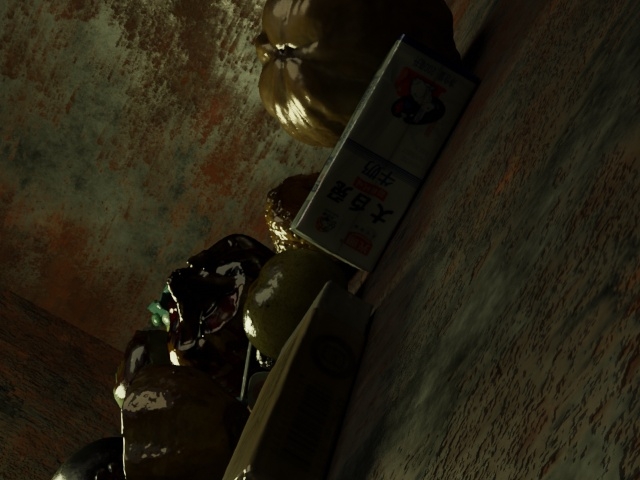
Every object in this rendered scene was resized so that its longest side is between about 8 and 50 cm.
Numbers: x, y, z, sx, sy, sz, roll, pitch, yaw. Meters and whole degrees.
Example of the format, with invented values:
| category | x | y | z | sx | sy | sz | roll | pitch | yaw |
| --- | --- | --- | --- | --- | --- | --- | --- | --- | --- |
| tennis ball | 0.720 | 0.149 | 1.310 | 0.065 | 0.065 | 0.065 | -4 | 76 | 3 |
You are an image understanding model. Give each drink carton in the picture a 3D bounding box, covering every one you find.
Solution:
| category | x | y | z | sx | sy | sz | roll | pitch | yaw |
| --- | --- | --- | --- | --- | --- | --- | --- | --- | --- |
| drink carton | 0.087 | -0.120 | 1.498 | 0.315 | 0.130 | 0.106 | -60 | 4 | -1 |

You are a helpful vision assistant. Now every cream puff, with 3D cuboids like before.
| category | x | y | z | sx | sy | sz | roll | pitch | yaw |
| --- | --- | --- | --- | --- | --- | --- | --- | --- | --- |
| cream puff | 0.000 | 0.000 | 1.669 | 0.183 | 0.183 | 0.169 | -68 | -19 | -57 |

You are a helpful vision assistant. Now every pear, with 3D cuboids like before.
| category | x | y | z | sx | sy | sz | roll | pitch | yaw |
| --- | --- | --- | --- | --- | --- | --- | --- | --- | --- |
| pear | -0.035 | 0.091 | 1.468 | 0.167 | 0.136 | 0.167 | -155 | 90 | -88 |

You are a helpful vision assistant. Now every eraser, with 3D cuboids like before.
| category | x | y | z | sx | sy | sz | roll | pitch | yaw |
| --- | --- | --- | --- | --- | --- | --- | --- | --- | --- |
| eraser | -0.030 | 0.194 | 1.182 | 0.144 | 0.078 | 0.343 | -57 | 5 | 35 |

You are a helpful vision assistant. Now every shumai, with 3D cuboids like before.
| category | x | y | z | sx | sy | sz | roll | pitch | yaw |
| --- | --- | --- | --- | --- | --- | --- | --- | --- | --- |
| shumai | -0.288 | 0.291 | 2.171 | 0.309 | 0.263 | 0.304 | -61 | 7 | -11 |

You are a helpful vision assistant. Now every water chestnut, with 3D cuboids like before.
| category | x | y | z | sx | sy | sz | roll | pitch | yaw |
| --- | --- | --- | --- | --- | --- | --- | --- | --- | --- |
| water chestnut | -0.156 | 0.130 | 1.864 | 0.289 | 0.244 | 0.289 | -60 | 2 | 4 |

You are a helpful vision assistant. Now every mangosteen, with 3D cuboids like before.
| category | x | y | z | sx | sy | sz | roll | pitch | yaw |
| --- | --- | --- | --- | --- | --- | --- | --- | --- | --- |
| mangosteen | -0.410 | 0.540 | 2.101 | 0.302 | 0.275 | 0.275 | 101 | -169 | -49 |

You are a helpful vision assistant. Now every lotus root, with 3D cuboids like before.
| category | x | y | z | sx | sy | sz | roll | pitch | yaw |
| --- | --- | --- | --- | --- | --- | --- | --- | --- | --- |
| lotus root | -0.174 | 0.275 | 1.581 | 0.180 | 0.188 | 0.199 | -14 | 74 | 35 |

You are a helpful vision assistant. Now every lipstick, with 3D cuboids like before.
| category | x | y | z | sx | sy | sz | roll | pitch | yaw |
| --- | --- | --- | --- | --- | --- | --- | --- | --- | --- |
| lipstick | -0.084 | 0.234 | 1.651 | 0.186 | 0.057 | 0.063 | 118 | 154 | -83 |

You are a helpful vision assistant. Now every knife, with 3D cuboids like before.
| category | x | y | z | sx | sy | sz | roll | pitch | yaw |
| --- | --- | --- | --- | --- | --- | --- | --- | --- | --- |
| knife | -0.120 | 0.233 | 1.678 | 0.058 | 0.032 | 0.244 | -90 | 9 | -81 |

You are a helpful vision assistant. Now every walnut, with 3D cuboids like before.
| category | x | y | z | sx | sy | sz | roll | pitch | yaw |
| --- | --- | --- | --- | --- | --- | --- | --- | --- | --- |
| walnut | 0.068 | -0.294 | 1.692 | 0.344 | 0.306 | 0.306 | -11 | -37 | -46 |

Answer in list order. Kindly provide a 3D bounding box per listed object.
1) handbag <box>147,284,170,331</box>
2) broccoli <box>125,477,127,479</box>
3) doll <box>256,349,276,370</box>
| category | x | y | z | sx | sy | sz | roll | pitch | yaw |
| --- | --- | --- | --- | --- | --- | --- | --- | --- | --- |
| handbag | -0.274 | 0.218 | 2.419 | 0.100 | 0.268 | 0.274 | -52 | 6 | -18 |
| broccoli | -0.281 | 0.469 | 1.611 | 0.226 | 0.176 | 0.198 | -32 | -32 | -52 |
| doll | -0.044 | 0.149 | 1.633 | 0.139 | 0.057 | 0.165 | -47 | -14 | -20 |
